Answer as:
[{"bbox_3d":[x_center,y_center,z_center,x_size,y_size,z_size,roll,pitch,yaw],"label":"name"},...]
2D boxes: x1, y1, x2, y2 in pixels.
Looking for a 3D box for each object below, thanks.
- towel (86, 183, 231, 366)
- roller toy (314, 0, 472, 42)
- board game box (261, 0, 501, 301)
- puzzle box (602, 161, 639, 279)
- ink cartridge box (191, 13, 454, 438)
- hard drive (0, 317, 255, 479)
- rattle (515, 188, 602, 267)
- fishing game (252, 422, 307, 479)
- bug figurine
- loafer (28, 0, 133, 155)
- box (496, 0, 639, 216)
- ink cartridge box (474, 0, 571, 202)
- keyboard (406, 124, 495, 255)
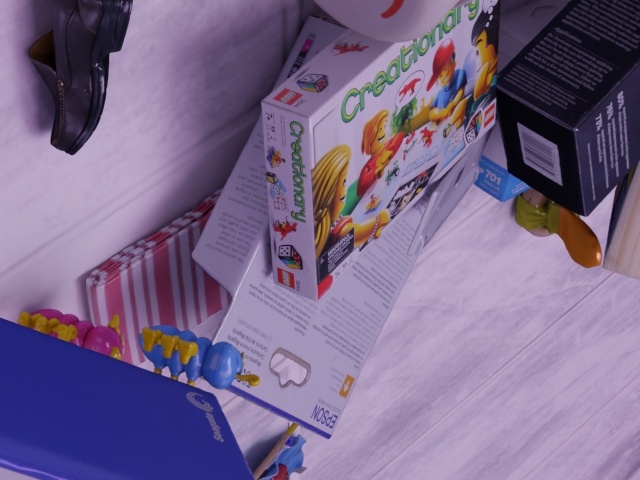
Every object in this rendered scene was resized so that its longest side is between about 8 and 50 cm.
[{"bbox_3d":[-0.130,0.033,1.465,0.197,0.029,0.144,-34,147,-26],"label":"towel"},{"bbox_3d":[0.065,-0.261,1.234,0.146,0.191,0.209,-38,149,-26],"label":"roller toy"},{"bbox_3d":[0.060,-0.111,1.399,0.305,0.053,0.193,-44,145,-38],"label":"board game box"},{"bbox_3d":[0.414,-0.184,1.830,0.272,0.052,0.408,-59,166,-65],"label":"puzzle box"},{"bbox_3d":[0.000,0.000,1.510,0.330,0.071,0.324,-63,154,-6],"label":"ink cartridge box"},{"bbox_3d":[-0.196,0.118,1.109,0.319,0.210,0.040,23,105,-26],"label":"hard drive"},{"bbox_3d":[0.343,-0.047,1.969,0.200,0.143,0.130,-5,110,-47],"label":"rattle"},{"bbox_3d":[-0.060,0.308,1.831,0.189,0.041,0.264,-47,161,-47],"label":"fishing game"},{"bbox_3d":[-0.162,0.148,1.356,0.072,0.216,0.279,-57,164,-49],"label":"bug figurine"},{"bbox_3d":[-0.182,-0.133,1.173,0.061,0.062,0.170,9,132,-15],"label":"loafer"},{"bbox_3d":[0.281,-0.155,1.603,0.207,0.108,0.153,-45,148,-18],"label":"box"},{"bbox_3d":[0.229,-0.155,1.726,0.140,0.082,0.190,-27,144,-38],"label":"ink cartridge box"},{"bbox_3d":[0.131,-0.056,1.582,0.256,0.014,0.072,-47,155,-64],"label":"keyboard"}]
